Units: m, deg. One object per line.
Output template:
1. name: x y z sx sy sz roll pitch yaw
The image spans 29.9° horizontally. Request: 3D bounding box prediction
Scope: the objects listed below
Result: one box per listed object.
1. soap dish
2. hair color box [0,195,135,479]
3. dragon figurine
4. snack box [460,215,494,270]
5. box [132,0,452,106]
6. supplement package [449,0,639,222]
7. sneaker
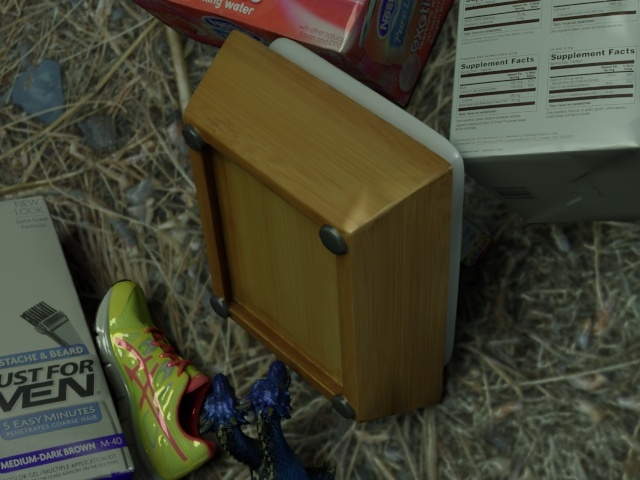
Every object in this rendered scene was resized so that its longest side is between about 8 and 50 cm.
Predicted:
1. soap dish: 0.000 0.000 0.974 0.118 0.291 0.229 -37 56 -26
2. hair color box: -0.312 0.121 1.132 0.110 0.185 0.339 106 146 -45
3. dragon figurine: -0.052 0.249 1.014 0.085 0.144 0.289 -2 75 28
4. snack box: 0.073 -0.032 1.049 0.141 0.100 0.037 34 93 31
5. box: -0.037 -0.255 1.145 0.300 0.142 0.154 23 87 31
6. supplement package: 0.207 -0.136 0.950 0.149 0.194 0.203 -1 75 27
7. sneaker: -0.150 0.130 1.145 0.094 0.081 0.208 -21 74 14
